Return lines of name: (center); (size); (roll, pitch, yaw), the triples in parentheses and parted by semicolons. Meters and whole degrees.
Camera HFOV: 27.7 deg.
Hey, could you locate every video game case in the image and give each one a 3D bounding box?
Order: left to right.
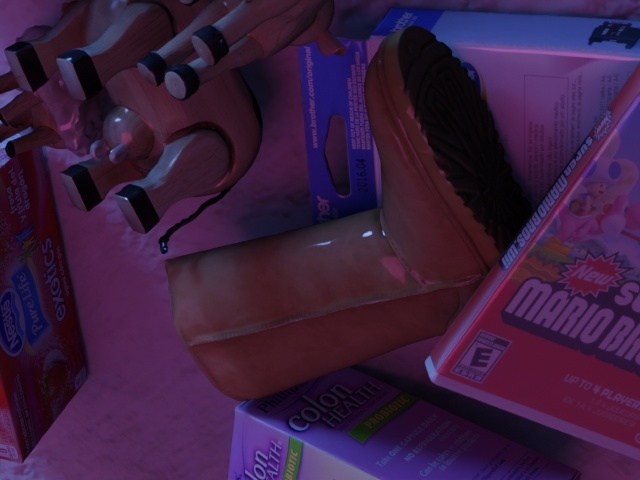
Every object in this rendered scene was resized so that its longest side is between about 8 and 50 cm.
video game case: (0.222, 0.009, 0.796); (0.204, 0.025, 0.285); (22, 115, -22)

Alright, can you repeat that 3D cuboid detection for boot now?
boot: (0.000, 0.000, 0.874); (0.269, 0.089, 0.236); (-15, 116, 32)

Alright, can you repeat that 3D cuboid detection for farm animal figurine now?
farm animal figurine: (-0.097, -0.148, 0.827); (0.330, 0.172, 0.326); (32, 145, 33)

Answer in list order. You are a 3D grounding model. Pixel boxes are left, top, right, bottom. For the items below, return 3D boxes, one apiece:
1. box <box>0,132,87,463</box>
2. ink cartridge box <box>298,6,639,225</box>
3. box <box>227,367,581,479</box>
box: (-0.293, 0.043, 1.073); (0.128, 0.122, 0.257); (8, 124, 18)
ink cartridge box: (0.143, -0.057, 0.867); (0.311, 0.065, 0.185); (5, 125, 17)
box: (0.052, 0.242, 1.015); (0.243, 0.117, 0.213); (21, 119, 26)
